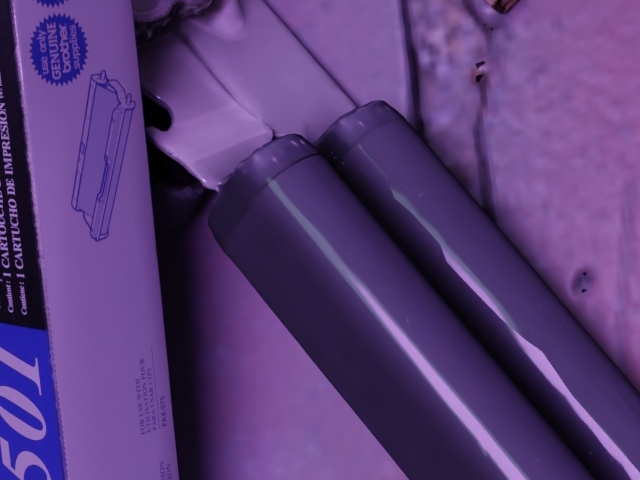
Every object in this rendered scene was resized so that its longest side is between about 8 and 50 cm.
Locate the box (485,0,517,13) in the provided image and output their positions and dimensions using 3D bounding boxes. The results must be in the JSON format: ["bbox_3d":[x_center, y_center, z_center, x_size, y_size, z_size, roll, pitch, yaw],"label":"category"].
[{"bbox_3d":[0.046,-0.197,0.583,0.164,0.021,0.201,-45,73,13],"label":"box"}]

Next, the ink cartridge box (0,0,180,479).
[{"bbox_3d":[-0.094,0.007,0.565,0.097,0.046,0.207,6,106,44],"label":"ink cartridge box"}]

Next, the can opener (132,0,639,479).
[{"bbox_3d":[0.000,0.000,0.573,0.280,0.074,0.093,47,136,19],"label":"can opener"}]
